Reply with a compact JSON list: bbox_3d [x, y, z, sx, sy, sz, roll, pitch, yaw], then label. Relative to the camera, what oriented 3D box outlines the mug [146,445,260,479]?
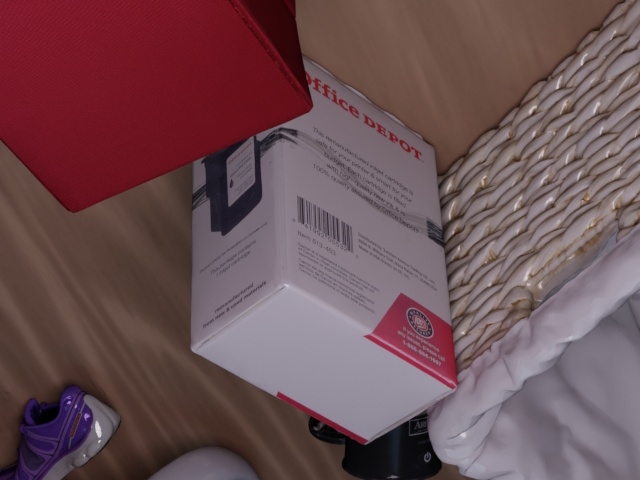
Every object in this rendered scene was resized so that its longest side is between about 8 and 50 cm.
[{"bbox_3d":[-0.186,0.336,1.707,0.374,0.276,0.328,-48,154,-15],"label":"mug"}]

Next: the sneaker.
[{"bbox_3d":[-0.239,0.175,1.704,0.071,0.068,0.170,45,127,-6],"label":"sneaker"}]

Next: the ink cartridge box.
[{"bbox_3d":[0.000,0.000,1.407,0.172,0.237,0.100,32,128,-33],"label":"ink cartridge box"}]

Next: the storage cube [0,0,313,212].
[{"bbox_3d":[-0.136,-0.167,1.255,0.215,0.183,0.193,-23,135,17],"label":"storage cube"}]

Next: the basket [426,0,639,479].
[{"bbox_3d":[0.283,0.027,1.443,0.331,0.266,0.328,25,129,-29],"label":"basket"}]

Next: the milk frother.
[{"bbox_3d":[0.044,0.117,1.642,0.143,0.129,0.134,7,104,27],"label":"milk frother"}]
